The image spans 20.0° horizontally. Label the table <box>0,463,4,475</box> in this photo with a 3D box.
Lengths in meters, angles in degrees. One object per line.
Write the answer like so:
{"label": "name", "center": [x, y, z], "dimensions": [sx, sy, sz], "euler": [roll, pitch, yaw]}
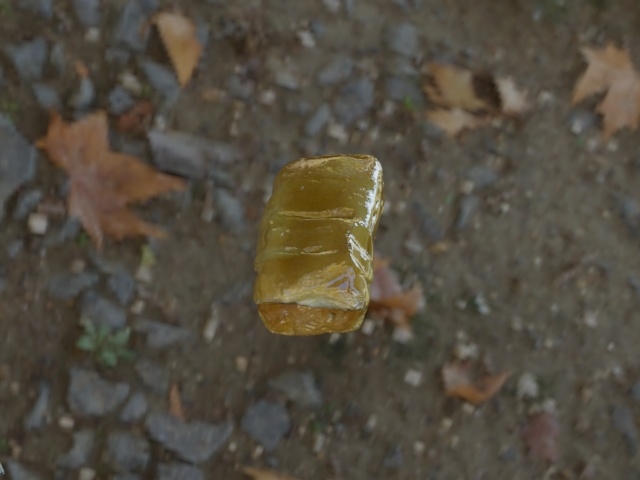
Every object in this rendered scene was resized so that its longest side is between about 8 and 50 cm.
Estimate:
{"label": "table", "center": [-0.397, 0.246, 1.920], "dimensions": [0.083, 0.079, 0.062], "euler": [-46, 119, -47]}

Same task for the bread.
{"label": "bread", "center": [0.000, 0.000, 1.092], "dimensions": [0.074, 0.053, 0.132], "euler": [1, 42, 11]}
